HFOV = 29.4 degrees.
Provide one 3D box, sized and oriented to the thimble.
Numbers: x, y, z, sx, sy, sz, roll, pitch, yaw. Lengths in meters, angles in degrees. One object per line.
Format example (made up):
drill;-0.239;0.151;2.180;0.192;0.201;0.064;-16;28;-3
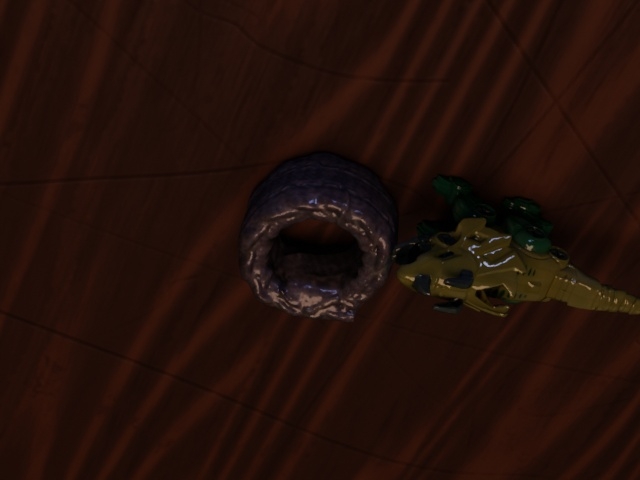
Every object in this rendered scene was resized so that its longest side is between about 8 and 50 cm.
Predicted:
thimble;-0.002;-0.001;1.148;0.150;0.097;0.150;2;122;2

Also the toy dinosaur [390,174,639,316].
toy dinosaur;0.185;0.021;1.132;0.259;0.153;0.094;10;125;-13
